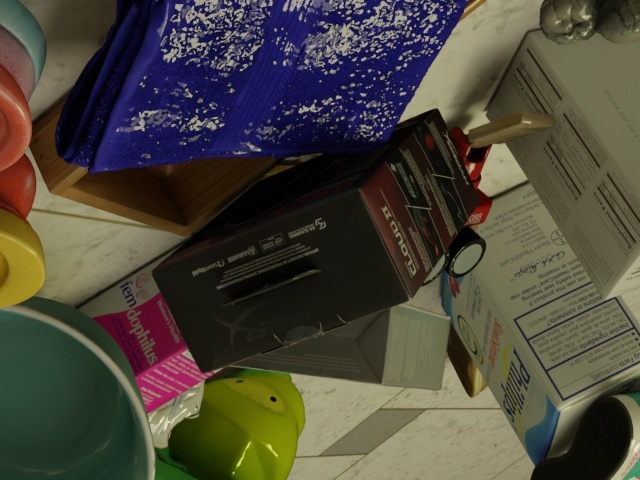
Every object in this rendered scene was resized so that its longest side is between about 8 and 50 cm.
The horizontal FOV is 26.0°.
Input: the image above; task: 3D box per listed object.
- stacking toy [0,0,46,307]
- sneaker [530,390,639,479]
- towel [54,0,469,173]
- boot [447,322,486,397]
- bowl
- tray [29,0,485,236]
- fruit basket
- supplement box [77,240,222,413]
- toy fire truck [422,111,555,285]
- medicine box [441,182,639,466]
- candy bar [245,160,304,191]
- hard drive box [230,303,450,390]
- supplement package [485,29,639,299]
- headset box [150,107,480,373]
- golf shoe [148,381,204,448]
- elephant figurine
[{"bbox_3d":[-0.343,-0.089,1.058,0.279,0.130,0.309,6,144,-9],"label":"stacking toy"},{"bbox_3d":[0.389,0.279,1.755,0.178,0.124,0.295,-5,146,-24],"label":"sneaker"},{"bbox_3d":[-0.035,-0.138,1.084,0.308,0.076,0.228,-9,150,-35],"label":"towel"},{"bbox_3d":[0.296,0.135,2.107,0.203,0.095,0.262,-25,151,-10],"label":"boot"},{"bbox_3d":[-0.304,0.180,1.385,0.311,0.312,0.163,-34,-168,13],"label":"bowl"},{"bbox_3d":[-0.039,-0.166,1.203,0.411,0.076,0.203,-38,153,18],"label":"tray"},{"bbox_3d":[-0.145,0.295,1.740,0.392,0.392,0.283,-28,156,-1],"label":"fruit basket"},{"bbox_3d":[-0.188,0.110,1.530,0.220,0.111,0.114,-31,156,5],"label":"supplement box"},{"bbox_3d":[0.122,-0.066,1.505,0.217,0.158,0.246,-11,133,-40],"label":"toy fire truck"},{"bbox_3d":[0.289,0.115,1.820,0.149,0.289,0.263,-25,155,-8],"label":"medicine box"},{"bbox_3d":[-0.078,-0.064,1.421,0.161,0.018,0.040,-5,150,-41],"label":"candy bar"},{"bbox_3d":[0.022,0.106,1.496,0.181,0.089,0.232,6,175,20],"label":"hard drive box"},{"bbox_3d":[0.343,-0.102,1.491,0.204,0.262,0.145,-16,153,-26],"label":"supplement package"},{"bbox_3d":[0.000,0.000,1.256,0.218,0.110,0.293,-21,-168,26],"label":"headset box"},{"bbox_3d":[-0.164,0.167,1.642,0.176,0.069,0.086,-49,119,-20],"label":"golf shoe"},{"bbox_3d":[0.232,-0.298,1.157,0.186,0.239,0.169,0,-149,44],"label":"elephant figurine"}]
